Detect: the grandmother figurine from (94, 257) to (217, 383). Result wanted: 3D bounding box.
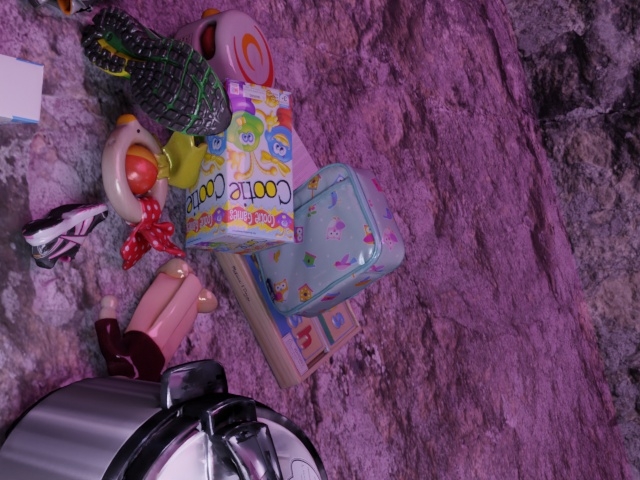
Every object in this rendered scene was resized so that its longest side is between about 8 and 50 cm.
[{"bbox_3d":[-0.280,0.171,1.663,0.208,0.104,0.342,45,38,-18],"label":"grandmother figurine"}]

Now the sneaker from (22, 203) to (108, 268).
[{"bbox_3d":[-0.397,-0.007,1.637,0.178,0.072,0.077,-34,123,-56],"label":"sneaker"}]

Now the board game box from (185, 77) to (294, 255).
[{"bbox_3d":[-0.146,-0.125,1.859,0.142,0.144,0.275,7,76,-37],"label":"board game box"}]

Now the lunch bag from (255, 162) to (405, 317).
[{"bbox_3d":[0.000,0.000,1.891,0.108,0.279,0.224,6,57,-53],"label":"lunch bag"}]

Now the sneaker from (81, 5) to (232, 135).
[{"bbox_3d":[-0.253,-0.285,1.788,0.343,0.134,0.146,43,14,33],"label":"sneaker"}]

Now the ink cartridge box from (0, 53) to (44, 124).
[{"bbox_3d":[-0.492,-0.219,1.545,0.092,0.143,0.089,6,86,-53],"label":"ink cartridge box"}]

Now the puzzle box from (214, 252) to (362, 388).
[{"bbox_3d":[-0.077,0.051,2.046,0.272,0.052,0.408,-36,102,-56],"label":"puzzle box"}]

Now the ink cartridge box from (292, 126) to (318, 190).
[{"bbox_3d":[-0.089,-0.168,2.054,0.179,0.045,0.145,57,39,-14],"label":"ink cartridge box"}]

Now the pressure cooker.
[{"bbox_3d":[-0.189,0.371,1.334,0.370,0.420,0.375,51,56,-32],"label":"pressure cooker"}]

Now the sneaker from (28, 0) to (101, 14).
[{"bbox_3d":[-0.407,-0.440,1.819,0.272,0.100,0.108,-10,91,-49],"label":"sneaker"}]

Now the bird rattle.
[{"bbox_3d":[-0.302,-0.089,1.736,0.207,0.143,0.253,55,44,-46],"label":"bird rattle"}]

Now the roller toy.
[{"bbox_3d":[-0.191,-0.335,2.004,0.191,0.146,0.209,-47,121,-60],"label":"roller toy"}]
